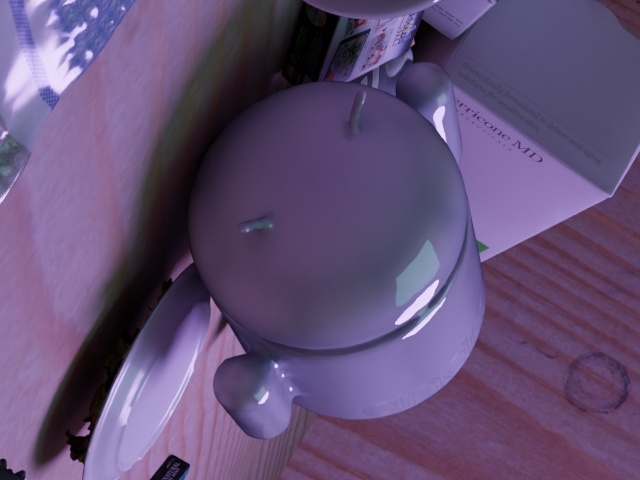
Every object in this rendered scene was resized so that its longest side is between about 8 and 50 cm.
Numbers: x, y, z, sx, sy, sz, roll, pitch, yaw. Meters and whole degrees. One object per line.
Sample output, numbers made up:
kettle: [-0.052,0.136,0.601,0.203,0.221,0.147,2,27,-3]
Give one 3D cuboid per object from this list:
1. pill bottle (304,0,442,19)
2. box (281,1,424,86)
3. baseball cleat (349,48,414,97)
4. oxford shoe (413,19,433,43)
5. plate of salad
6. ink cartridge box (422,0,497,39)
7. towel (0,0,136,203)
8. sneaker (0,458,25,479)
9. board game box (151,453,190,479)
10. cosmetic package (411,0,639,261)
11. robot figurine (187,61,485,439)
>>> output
pill bottle: [0.059,-0.221,1.057,0.152,0.152,0.272,-63,173,22]
box: [0.045,-0.202,1.372,0.114,0.036,0.207,-30,156,-35]
baseball cleat: [0.011,-0.130,1.508,0.206,0.072,0.109,-22,107,-56]
oxford shoe: [0.149,-0.282,1.921,0.076,0.076,0.212,-19,-146,51]
plate of salad: [-0.136,0.099,1.386,0.200,0.048,0.200,-61,170,-18]
ink cartridge box: [0.151,-0.280,1.531,0.153,0.087,0.208,-61,-170,-29]
towel: [-0.117,-0.104,0.750,0.285,0.034,0.209,-58,172,-19]
sneaker: [-0.216,0.198,1.083,0.106,0.078,0.234,-59,176,-31]
board game box: [-0.202,0.320,1.924,0.126,0.026,0.186,-65,173,33]
cosmetic package: [0.164,-0.113,1.774,0.155,0.197,0.365,-57,-174,-17]
robot figurine: [0.017,0.010,1.371,0.300,0.199,0.353,-61,161,-14]
